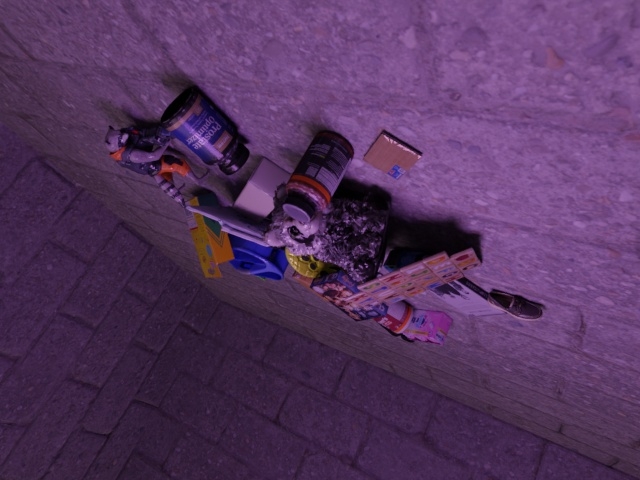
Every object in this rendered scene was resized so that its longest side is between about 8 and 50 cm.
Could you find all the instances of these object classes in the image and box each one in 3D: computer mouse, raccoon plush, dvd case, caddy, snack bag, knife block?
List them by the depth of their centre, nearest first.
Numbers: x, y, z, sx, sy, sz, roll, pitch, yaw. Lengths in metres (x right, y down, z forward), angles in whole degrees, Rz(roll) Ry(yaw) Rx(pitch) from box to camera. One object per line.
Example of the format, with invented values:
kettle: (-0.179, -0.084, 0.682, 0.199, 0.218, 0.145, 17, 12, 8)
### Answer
raccoon plush: (0.021, 0.010, 1.278, 0.298, 0.216, 0.446, 12, 157, 11)
computer mouse: (-0.026, -0.123, 1.320, 0.184, 0.060, 0.262, 36, 159, -23)
dvd case: (0.438, 0.168, 1.465, 0.238, 0.030, 0.179, 32, 160, -12)
snack bag: (-0.240, -0.054, 1.581, 0.342, 0.037, 0.323, 21, -169, 19)
caddy: (-0.275, 0.061, 1.926, 0.341, 0.179, 0.241, 6, 151, 46)
knife block: (0.031, 0.209, 2.013, 0.275, 0.088, 0.242, 21, 158, 17)

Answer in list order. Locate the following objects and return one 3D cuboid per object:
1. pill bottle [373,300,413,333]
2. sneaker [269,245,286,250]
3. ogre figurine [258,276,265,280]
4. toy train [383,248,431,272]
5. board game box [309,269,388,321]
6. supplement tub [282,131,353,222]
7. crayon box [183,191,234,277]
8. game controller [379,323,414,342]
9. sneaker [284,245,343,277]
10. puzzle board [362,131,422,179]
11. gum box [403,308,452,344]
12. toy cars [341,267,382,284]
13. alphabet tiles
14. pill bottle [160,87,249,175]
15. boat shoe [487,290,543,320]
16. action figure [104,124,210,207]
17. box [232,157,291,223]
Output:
pill bottle: (0.239, 0.257, 1.809, 0.221, 0.121, 0.121, 32, 160, -10)
sneaker: (-0.178, -0.011, 1.741, 0.170, 0.089, 0.051, 16, 130, 22)
ogre figurine: (-0.283, 0.121, 2.208, 0.118, 0.097, 0.197, 45, 146, -10)
toy train: (0.277, 0.076, 1.379, 0.105, 0.080, 0.184, 39, 158, -27)
board game box: (0.102, 0.202, 1.672, 0.243, 0.042, 0.165, 38, 146, -21)
supplement tub: (-0.010, -0.140, 1.055, 0.106, 0.198, 0.106, 26, 161, 10)
crayon box: (-0.437, -0.016, 1.837, 0.202, 0.081, 0.319, -5, 101, 57)
game controller: (0.292, 0.339, 2.014, 0.166, 0.067, 0.319, 10, 154, 50)
sneaker: (-0.040, 0.087, 1.748, 0.123, 0.110, 0.295, 15, 166, 46)
puzzle board: (0.153, -0.181, 1.015, 0.096, 0.011, 0.128, 29, 161, -5)
gum box: (0.400, 0.329, 1.793, 0.062, 0.107, 0.188, 38, 158, -25)
toy cars: (0.115, 0.083, 1.598, 0.176, 0.087, 0.394, 18, 158, 25)
alphabet tiles: (0.248, 0.107, 1.228, 0.342, 0.011, 0.285, -24, 156, 17)
pill bottle: (-0.291, -0.273, 1.211, 0.122, 0.123, 0.219, 4, 150, 48)
boat shoe: (0.547, 0.184, 1.323, 0.152, 0.056, 0.049, 15, 161, 34)
action figure: (-0.531, -0.257, 1.505, 0.330, 0.179, 0.341, 30, 165, -35)
box: (-0.182, -0.144, 1.425, 0.113, 0.094, 0.275, 32, 159, -13)
